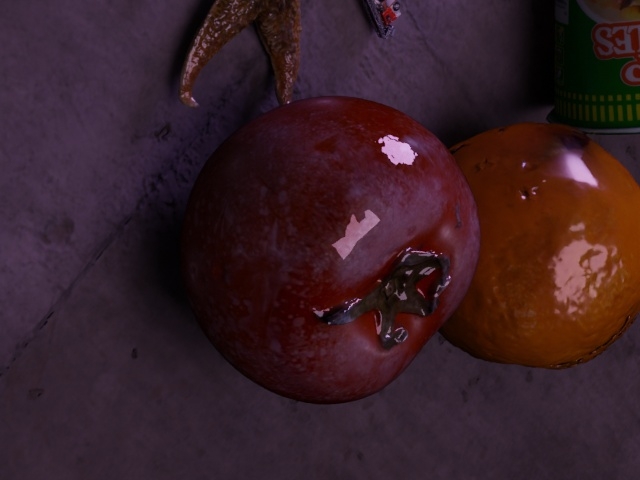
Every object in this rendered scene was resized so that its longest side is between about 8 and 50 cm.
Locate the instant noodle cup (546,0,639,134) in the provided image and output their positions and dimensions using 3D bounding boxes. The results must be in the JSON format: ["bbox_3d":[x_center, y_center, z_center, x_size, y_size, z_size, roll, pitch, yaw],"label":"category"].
[{"bbox_3d":[0.311,-0.240,1.812,0.207,0.207,0.232,-20,109,-34],"label":"instant noodle cup"}]

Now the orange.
[{"bbox_3d":[0.202,0.005,1.765,0.246,0.246,0.246,-16,115,-36],"label":"orange"}]

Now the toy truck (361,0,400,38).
[{"bbox_3d":[0.051,-0.226,1.693,0.032,0.024,0.083,-46,130,-23],"label":"toy truck"}]

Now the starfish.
[{"bbox_3d":[-0.034,-0.211,1.615,0.138,0.050,0.247,30,92,-43],"label":"starfish"}]

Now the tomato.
[{"bbox_3d":[0.000,0.000,1.597,0.270,0.227,0.270,-28,136,-32],"label":"tomato"}]
